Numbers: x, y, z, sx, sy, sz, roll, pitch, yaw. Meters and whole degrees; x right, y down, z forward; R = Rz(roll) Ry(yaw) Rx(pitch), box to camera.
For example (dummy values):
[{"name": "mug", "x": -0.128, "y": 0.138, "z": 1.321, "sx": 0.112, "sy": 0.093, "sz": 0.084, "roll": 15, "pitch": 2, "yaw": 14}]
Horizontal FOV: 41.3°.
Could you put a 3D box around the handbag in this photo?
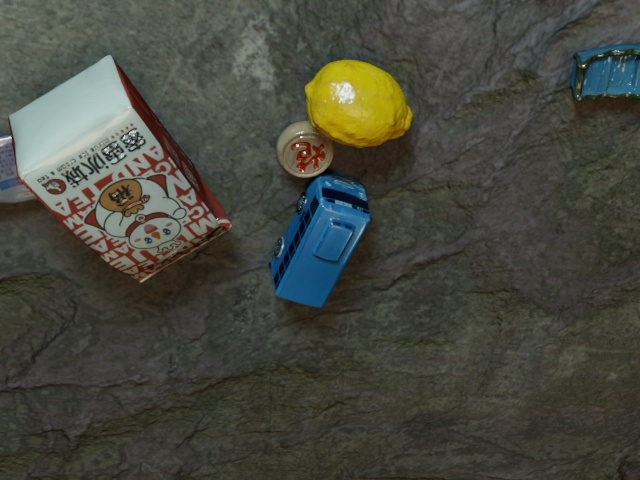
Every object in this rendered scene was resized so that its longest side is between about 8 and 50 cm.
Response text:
[{"name": "handbag", "x": -0.252, "y": -0.069, "z": 1.109, "sx": 0.171, "sy": 0.151, "sz": 0.298, "roll": -31, "pitch": 135, "yaw": 1}]

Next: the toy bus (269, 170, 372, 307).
[{"name": "toy bus", "x": 0.000, "y": 0.000, "z": 1.249, "sx": 0.090, "sy": 0.106, "sz": 0.185, "roll": 16, "pitch": 121, "yaw": -19}]

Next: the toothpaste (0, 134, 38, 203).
[{"name": "toothpaste", "x": -0.409, "y": -0.097, "z": 1.132, "sx": 0.282, "sy": 0.069, "sz": 0.099, "roll": -12, "pitch": 158, "yaw": -15}]

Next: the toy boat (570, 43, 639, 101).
[{"name": "toy boat", "x": 0.442, "y": -0.231, "z": 1.186, "sx": 0.185, "sy": 0.077, "sz": 0.075, "roll": -5, "pitch": 125, "yaw": -7}]

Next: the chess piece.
[{"name": "chess piece", "x": -0.021, "y": -0.129, "z": 1.193, "sx": 0.083, "sy": 0.038, "sz": 0.084, "roll": -7, "pitch": 128, "yaw": -9}]

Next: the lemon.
[{"name": "lemon", "x": 0.051, "y": -0.179, "z": 1.123, "sx": 0.155, "sy": 0.114, "sz": 0.114, "roll": 14, "pitch": 122, "yaw": -15}]
